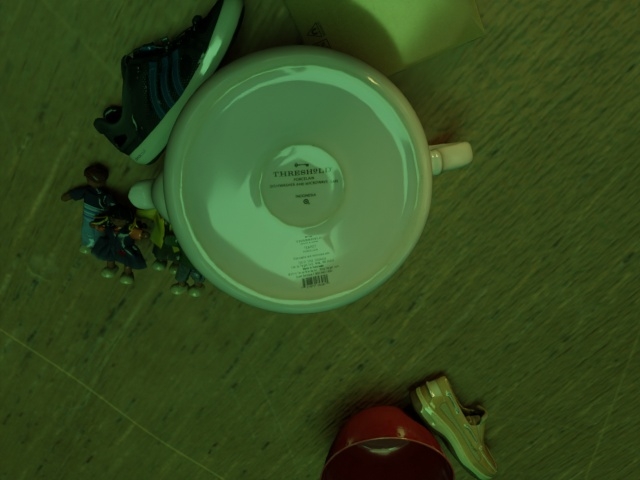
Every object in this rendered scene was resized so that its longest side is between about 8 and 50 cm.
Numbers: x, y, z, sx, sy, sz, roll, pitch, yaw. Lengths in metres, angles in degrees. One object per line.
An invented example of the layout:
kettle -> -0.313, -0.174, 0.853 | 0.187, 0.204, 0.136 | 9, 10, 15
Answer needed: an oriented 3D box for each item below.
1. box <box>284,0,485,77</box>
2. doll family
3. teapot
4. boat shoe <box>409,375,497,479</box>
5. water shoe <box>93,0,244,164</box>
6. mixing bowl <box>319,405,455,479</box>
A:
box -> 0.043, -0.248, 0.603 | 0.164, 0.021, 0.201 | -21, 120, 13
doll family -> -0.200, -0.014, 0.728 | 0.193, 0.076, 0.111 | 9, 128, -2
teapot -> -0.019, -0.060, 0.629 | 0.256, 0.187, 0.252 | 36, 94, -9
boat shoe -> 0.203, 0.260, 0.911 | 0.072, 0.068, 0.190 | -37, 116, 9
water shoe -> -0.150, -0.160, 0.631 | 0.080, 0.073, 0.203 | 33, 117, -16
mixing bowl -> 0.089, 0.296, 0.912 | 0.182, 0.098, 0.181 | 1, 123, 1
